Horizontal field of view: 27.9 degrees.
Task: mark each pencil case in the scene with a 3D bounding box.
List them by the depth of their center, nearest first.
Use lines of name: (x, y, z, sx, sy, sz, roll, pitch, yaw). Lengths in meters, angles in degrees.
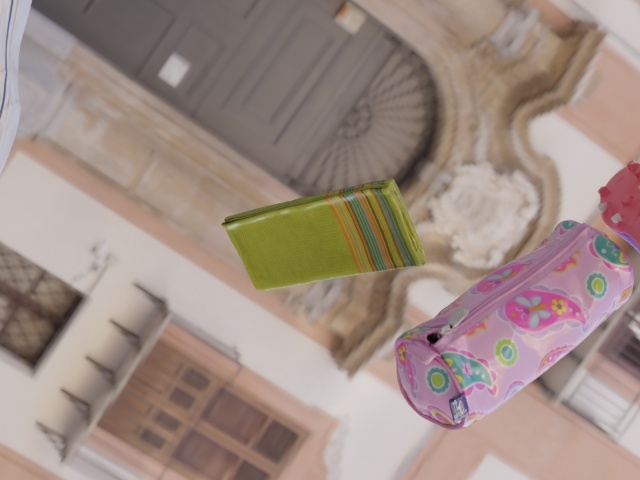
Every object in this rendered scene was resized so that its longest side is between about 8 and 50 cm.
pencil case: (0.206, 0.087, 1.380, 0.284, 0.124, 0.124, -31, -175, -26)

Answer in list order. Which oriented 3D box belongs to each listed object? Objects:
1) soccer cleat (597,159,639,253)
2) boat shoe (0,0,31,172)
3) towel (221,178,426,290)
soccer cleat: (0.381, -0.012, 1.439, 0.083, 0.095, 0.248, -44, -160, 11)
boat shoe: (-0.325, -0.163, 1.187, 0.083, 0.076, 0.226, -6, -105, 43)
towel: (0.000, 0.000, 1.416, 0.237, 0.102, 0.021, -11, -159, 37)
